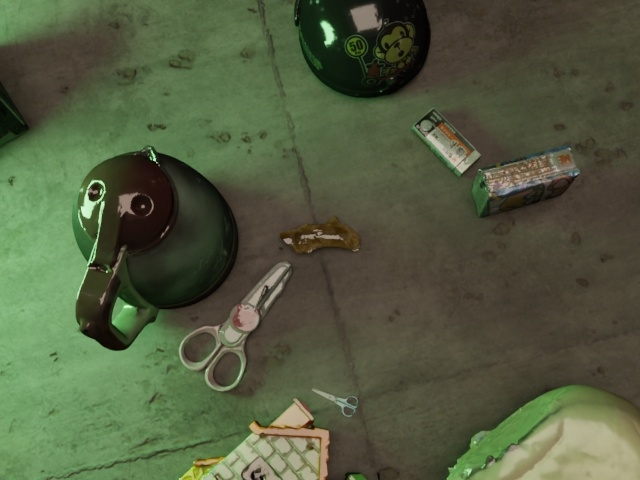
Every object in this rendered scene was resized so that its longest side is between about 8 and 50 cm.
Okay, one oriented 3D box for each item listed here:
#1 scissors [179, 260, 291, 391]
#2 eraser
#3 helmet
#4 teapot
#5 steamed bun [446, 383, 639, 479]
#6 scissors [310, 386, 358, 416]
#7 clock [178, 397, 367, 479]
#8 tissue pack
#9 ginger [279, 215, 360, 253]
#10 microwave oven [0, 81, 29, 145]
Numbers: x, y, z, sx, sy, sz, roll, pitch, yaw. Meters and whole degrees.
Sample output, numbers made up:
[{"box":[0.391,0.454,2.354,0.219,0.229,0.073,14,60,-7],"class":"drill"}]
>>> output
[{"box":[-0.129,0.132,1.272,0.118,0.030,0.242,36,86,8],"class":"scissors"},{"box":[0.218,-0.171,1.321,0.052,0.029,0.122,-42,81,-6],"class":"eraser"},{"box":[0.069,-0.393,1.305,0.231,0.160,0.278,-25,80,-1],"class":"helmet"},{"box":[-0.275,0.013,1.159,0.234,0.312,0.314,14,80,6],"class":"teapot"},{"box":[0.358,0.388,1.107,0.334,0.233,0.311,-31,82,5],"class":"steamed bun"},{"box":[0.022,0.261,1.254,0.083,0.006,0.036,23,82,6],"class":"scissors"},{"box":[-0.079,0.389,1.189,0.255,0.106,0.219,-40,82,-11],"class":"clock"},{"box":[0.335,-0.095,1.258,0.155,0.115,0.065,-14,76,0],"class":"tissue pack"},{"box":[-0.001,-0.006,1.291,0.137,0.044,0.057,-4,49,-5],"class":"ginger"},{"box":[-0.707,-0.200,1.233,0.355,0.286,0.218,-32,81,-9],"class":"microwave oven"}]
